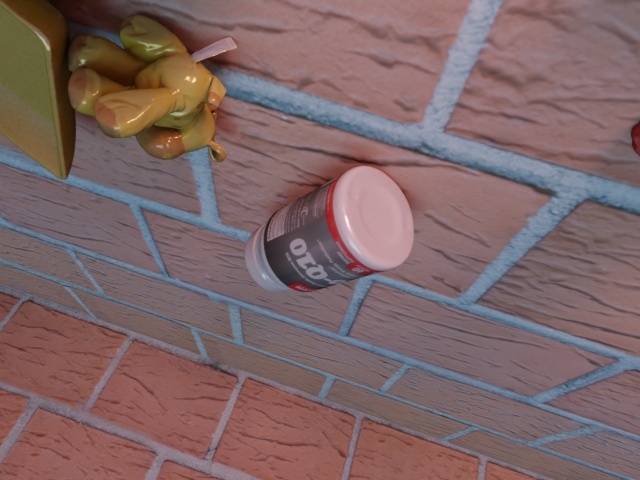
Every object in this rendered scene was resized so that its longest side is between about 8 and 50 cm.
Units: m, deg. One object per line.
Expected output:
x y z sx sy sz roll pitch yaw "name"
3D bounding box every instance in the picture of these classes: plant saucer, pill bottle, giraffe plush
-0.475 -0.285 0.577 0.333 0.081 0.333 39 146 -9 "plant saucer"
0.000 0.000 0.702 0.161 0.161 0.283 38 143 -24 "pill bottle"
-0.213 -0.187 0.583 0.211 0.181 0.170 -13 160 -11 "giraffe plush"

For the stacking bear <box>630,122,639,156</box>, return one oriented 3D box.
0.397 -0.021 0.335 0.165 0.288 0.175 20 147 1 "stacking bear"
